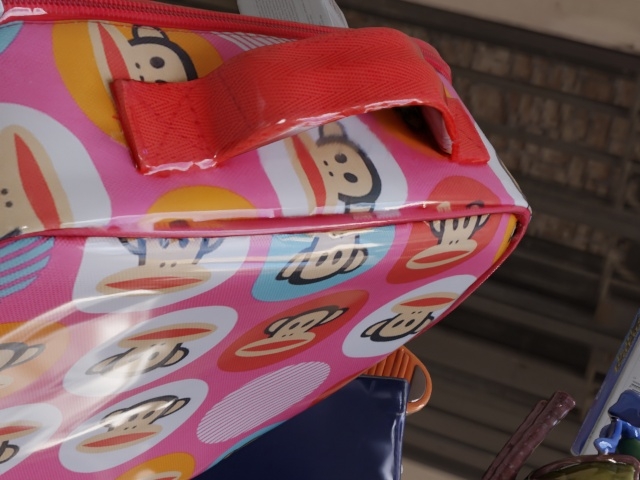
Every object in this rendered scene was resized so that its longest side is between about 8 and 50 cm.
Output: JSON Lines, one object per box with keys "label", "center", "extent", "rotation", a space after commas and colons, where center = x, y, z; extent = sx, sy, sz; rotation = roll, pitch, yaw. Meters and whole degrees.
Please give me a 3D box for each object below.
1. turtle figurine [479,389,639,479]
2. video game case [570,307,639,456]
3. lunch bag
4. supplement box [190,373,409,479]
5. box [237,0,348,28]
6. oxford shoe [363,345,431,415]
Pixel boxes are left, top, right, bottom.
{"label": "turtle figurine", "center": [0.146, 0.244, 0.717], "extent": [0.266, 0.198, 0.274], "rotation": [-21, 117, -40]}
{"label": "video game case", "center": [0.422, 0.150, 1.290], "extent": [0.269, 0.244, 0.061], "rotation": [-63, 179, -1]}
{"label": "lunch bag", "center": [-0.062, 0.005, 0.482], "extent": [0.293, 0.120, 0.258], "rotation": [-2, 150, -49]}
{"label": "supplement box", "center": [-0.049, 0.238, 1.058], "extent": [0.356, 0.195, 0.194], "rotation": [104, -9, -70]}
{"label": "box", "center": [-0.019, -0.201, 1.302], "extent": [0.101, 0.087, 0.102], "rotation": [46, 24, -61]}
{"label": "oxford shoe", "center": [-0.038, 0.162, 1.641], "extent": [0.132, 0.364, 0.130], "rotation": [95, 14, -46]}
